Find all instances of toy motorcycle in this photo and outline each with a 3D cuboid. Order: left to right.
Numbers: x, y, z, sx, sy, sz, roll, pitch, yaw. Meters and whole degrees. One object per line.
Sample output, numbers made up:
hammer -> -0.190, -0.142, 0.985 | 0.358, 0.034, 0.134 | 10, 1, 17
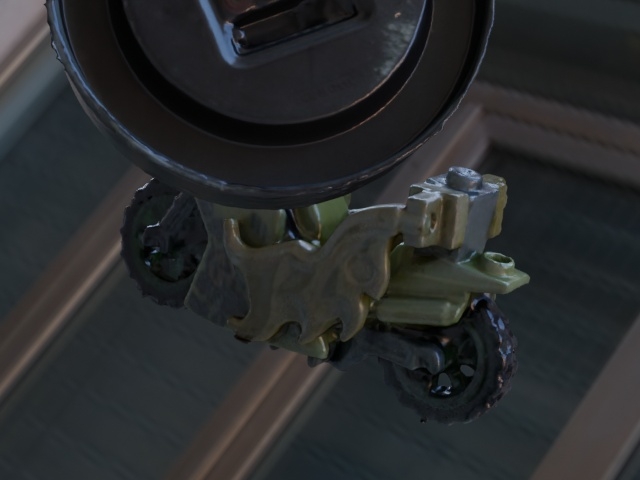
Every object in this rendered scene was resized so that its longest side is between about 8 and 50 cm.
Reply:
toy motorcycle -> 0.000, 0.000, 1.447 | 0.410, 0.168, 0.237 | 23, -67, 25

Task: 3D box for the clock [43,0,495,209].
clock -> -0.032, -0.155, 1.018 | 0.280, 0.280, 0.055 | 37, -14, 3
